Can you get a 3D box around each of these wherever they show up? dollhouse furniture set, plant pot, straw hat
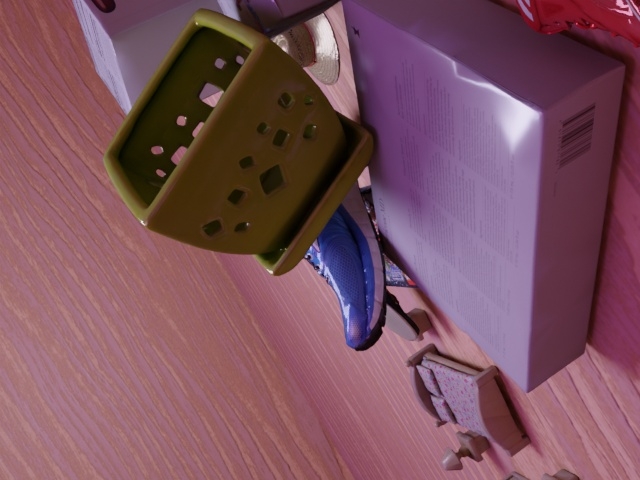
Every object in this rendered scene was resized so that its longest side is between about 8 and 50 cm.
[{"bbox_3d":[0.213,0.308,1.077,0.355,0.174,0.303,63,163,-11],"label":"dollhouse furniture set"},{"bbox_3d":[-0.088,-0.105,0.830,0.207,0.228,0.227,29,-172,-35],"label":"plant pot"},{"bbox_3d":[-0.036,-0.273,1.013,0.144,0.061,0.144,51,161,25],"label":"straw hat"}]

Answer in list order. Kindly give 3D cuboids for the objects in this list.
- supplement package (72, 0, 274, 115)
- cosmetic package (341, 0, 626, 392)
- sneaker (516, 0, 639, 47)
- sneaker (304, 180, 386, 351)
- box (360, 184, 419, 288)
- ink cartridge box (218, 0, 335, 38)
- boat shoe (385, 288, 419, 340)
[{"bbox_3d":[-0.203,-0.323,1.060,0.145,0.262,0.204,53,162,21],"label":"supplement package"},{"bbox_3d":[0.157,-0.059,0.753,0.284,0.097,0.377,44,157,41],"label":"cosmetic package"},{"bbox_3d":[0.214,-0.169,0.492,0.221,0.087,0.128,50,-177,15],"label":"sneaker"},{"bbox_3d":[0.000,0.000,0.985,0.129,0.147,0.330,77,176,-67],"label":"sneaker"},{"bbox_3d":[0.089,-0.006,1.126,0.159,0.044,0.233,62,163,-7],"label":"box"},{"bbox_3d":[-0.044,-0.320,0.840,0.127,0.128,0.176,64,162,-13],"label":"ink cartridge box"},{"bbox_3d":[0.109,0.104,1.138,0.133,0.042,0.049,42,145,13],"label":"boat shoe"}]
